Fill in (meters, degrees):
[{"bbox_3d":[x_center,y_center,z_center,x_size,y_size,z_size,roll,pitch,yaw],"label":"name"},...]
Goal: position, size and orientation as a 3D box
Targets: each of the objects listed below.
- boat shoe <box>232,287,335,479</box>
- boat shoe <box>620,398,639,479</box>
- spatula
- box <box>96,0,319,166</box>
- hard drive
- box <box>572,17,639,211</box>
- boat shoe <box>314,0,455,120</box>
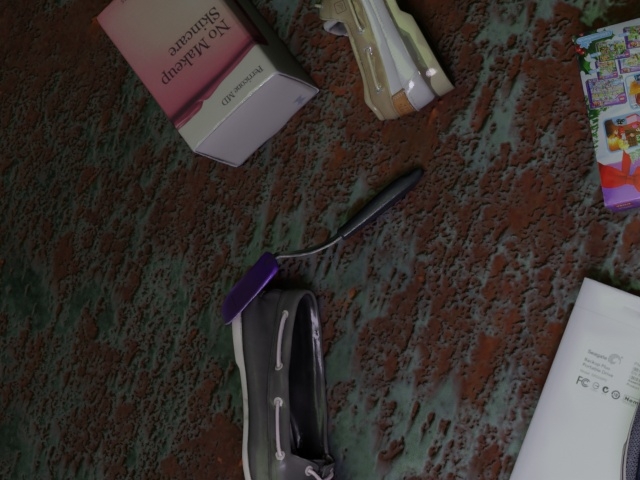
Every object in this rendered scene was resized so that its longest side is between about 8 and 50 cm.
[{"bbox_3d":[-0.031,0.216,1.855,0.095,0.112,0.335,-17,74,26],"label":"boat shoe"},{"bbox_3d":[0.377,0.140,1.581,0.127,0.158,0.341,12,73,23],"label":"boat shoe"},{"bbox_3d":[0.000,0.000,1.872,0.296,0.084,0.030,-33,109,-1],"label":"spatula"},{"bbox_3d":[-0.140,-0.230,1.945,0.148,0.127,0.232,-43,69,14],"label":"box"},{"bbox_3d":[0.337,0.245,1.720,0.233,0.047,0.353,21,92,24],"label":"hard drive"},{"bbox_3d":[0.437,-0.160,1.714,0.293,0.057,0.201,-13,79,22],"label":"box"},{"bbox_3d":[0.045,-0.285,1.876,0.103,0.113,0.302,-31,74,12],"label":"boat shoe"}]
